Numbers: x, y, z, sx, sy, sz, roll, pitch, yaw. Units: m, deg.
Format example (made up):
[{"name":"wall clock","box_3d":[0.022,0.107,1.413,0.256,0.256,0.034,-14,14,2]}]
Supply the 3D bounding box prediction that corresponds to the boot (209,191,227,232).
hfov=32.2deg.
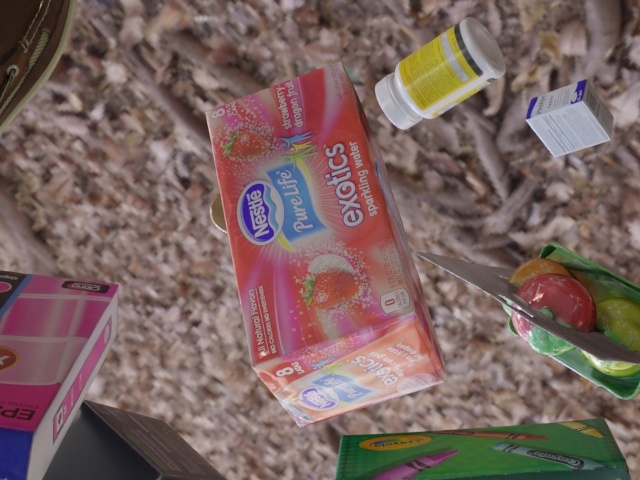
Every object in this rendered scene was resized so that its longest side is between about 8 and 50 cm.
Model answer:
[{"name":"boot","box_3d":[-0.097,-0.064,1.908,0.211,0.295,0.104,-1,101,58]}]

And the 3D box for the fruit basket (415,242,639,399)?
[{"name":"fruit basket","box_3d":[0.343,0.115,1.576,0.327,0.165,0.353,32,-162,38]}]

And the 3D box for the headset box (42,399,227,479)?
[{"name":"headset box","box_3d":[-0.261,0.326,1.262,0.131,0.246,0.283,38,177,18]}]

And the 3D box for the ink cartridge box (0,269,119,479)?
[{"name":"ink cartridge box","box_3d":[-0.295,0.123,0.925,0.175,0.371,0.069,7,113,1]}]

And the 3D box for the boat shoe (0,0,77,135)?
[{"name":"boat shoe","box_3d":[-0.260,-0.133,0.836,0.095,0.257,0.095,22,175,1]}]

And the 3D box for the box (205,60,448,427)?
[{"name":"box","box_3d":[0.000,0.000,1.045,0.154,0.300,0.142,-19,144,8]}]

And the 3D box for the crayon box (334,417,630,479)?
[{"name":"crayon box","box_3d":[0.103,0.254,0.670,0.165,0.081,0.278,-5,101,6]}]

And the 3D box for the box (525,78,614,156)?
[{"name":"box","box_3d":[0.524,-0.255,2.323,0.137,0.072,0.126,-17,131,38]}]

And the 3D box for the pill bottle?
[{"name":"pill bottle","box_3d":[0.206,-0.286,1.931,0.208,0.119,0.119,-30,111,29]}]
